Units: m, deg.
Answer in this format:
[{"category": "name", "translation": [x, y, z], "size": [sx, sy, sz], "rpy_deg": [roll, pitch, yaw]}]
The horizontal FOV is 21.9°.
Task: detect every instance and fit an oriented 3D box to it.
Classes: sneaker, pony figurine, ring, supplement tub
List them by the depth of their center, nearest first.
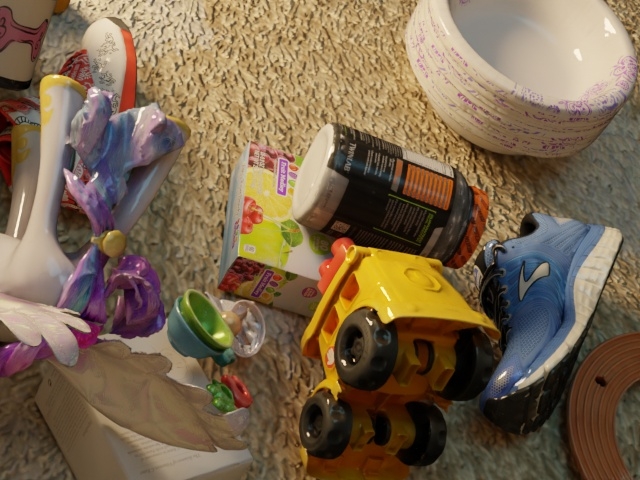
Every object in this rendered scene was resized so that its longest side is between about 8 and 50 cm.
[{"category": "pony figurine", "translation": [-0.242, 0.042, 1.434], "size": [0.303, 0.351, 0.363], "rpy_deg": [39, 60, -44]}, {"category": "supplement tub", "translation": [0.075, -0.042, 1.761], "size": [0.190, 0.117, 0.117], "rpy_deg": [21, 46, -14]}, {"category": "sneaker", "translation": [-0.278, -0.150, 1.780], "size": [0.145, 0.090, 0.270], "rpy_deg": [11, 52, -24]}, {"category": "sneaker", "translation": [0.227, 0.084, 1.851], "size": [0.147, 0.130, 0.330], "rpy_deg": [21, 41, 9]}, {"category": "ring", "translation": [0.421, 0.248, 1.863], "size": [0.336, 0.032, 0.336], "rpy_deg": [14, 49, -17]}]

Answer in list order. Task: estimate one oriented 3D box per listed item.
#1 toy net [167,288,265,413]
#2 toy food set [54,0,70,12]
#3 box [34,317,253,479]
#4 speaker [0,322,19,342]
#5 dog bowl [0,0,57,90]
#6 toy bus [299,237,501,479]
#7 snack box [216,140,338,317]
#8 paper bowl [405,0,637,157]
[{"category": "toy net", "translation": [-0.085, 0.097, 1.629], "size": [0.122, 0.045, 0.232], "rpy_deg": [52, 13, 2]}, {"category": "toy food set", "translation": [-0.373, -0.370, 1.903], "size": [0.111, 0.104, 0.232], "rpy_deg": [-22, 66, -39]}, {"category": "box", "translation": [-0.169, 0.177, 1.562], "size": [0.130, 0.091, 0.170], "rpy_deg": [-13, 60, -36]}, {"category": "speaker", "translation": [-0.331, 0.068, 1.593], "size": [0.136, 0.055, 0.055], "rpy_deg": [9, 50, -21]}, {"category": "dog bowl", "translation": [-0.426, -0.325, 1.656], "size": [0.408, 0.150, 0.408], "rpy_deg": [34, 7, -5]}, {"category": "toy bus", "translation": [0.047, 0.107, 1.672], "size": [0.149, 0.220, 0.211], "rpy_deg": [8, 33, -33]}, {"category": "snack box", "translation": [0.000, 0.000, 1.817], "size": [0.207, 0.070, 0.174], "rpy_deg": [18, 47, -17]}, {"category": "paper bowl", "translation": [0.240, -0.221, 2.077], "size": [0.284, 0.148, 0.284], "rpy_deg": [14, 48, -17]}]
